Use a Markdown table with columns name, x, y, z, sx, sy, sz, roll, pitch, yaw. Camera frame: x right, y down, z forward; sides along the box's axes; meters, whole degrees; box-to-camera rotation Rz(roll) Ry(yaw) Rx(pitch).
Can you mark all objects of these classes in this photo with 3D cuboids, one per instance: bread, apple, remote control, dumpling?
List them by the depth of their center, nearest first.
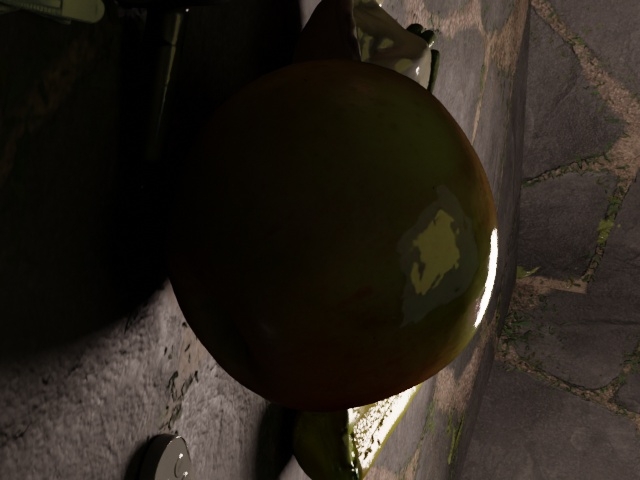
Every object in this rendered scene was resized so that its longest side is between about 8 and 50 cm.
| name | x | y | z | sx | sy | sz | roll | pitch | yaw |
| --- | --- | --- | --- | --- | --- | --- | --- | --- | --- |
| apple | 0.000 | 0.000 | 0.939 | 0.277 | 0.319 | 0.319 | -23 | 128 | -28 |
| remote control | -0.147 | 0.293 | 1.072 | 0.077 | 0.022 | 0.245 | -60 | 153 | -45 |
| dumpling | 0.051 | -0.173 | 1.161 | 0.243 | 0.175 | 0.227 | 63 | 0 | 1 |
| bread | 0.059 | 0.216 | 1.528 | 0.383 | 0.112 | 0.166 | -44 | 130 | -58 |

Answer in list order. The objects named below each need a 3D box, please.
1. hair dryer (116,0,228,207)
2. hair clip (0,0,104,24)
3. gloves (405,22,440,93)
| name | x | y | z | sx | sy | sz | roll | pitch | yaw |
| --- | --- | --- | --- | --- | --- | --- | --- | --- | --- |
| hair dryer | -0.125 | -0.151 | 0.870 | 0.195 | 0.077 | 0.248 | -33 | 139 | -68 |
| hair clip | -0.188 | -0.160 | 0.690 | 0.115 | 0.039 | 0.030 | -28 | 119 | -66 |
| gloves | 0.115 | -0.206 | 1.457 | 0.135 | 0.107 | 0.268 | 39 | 39 | -42 |
